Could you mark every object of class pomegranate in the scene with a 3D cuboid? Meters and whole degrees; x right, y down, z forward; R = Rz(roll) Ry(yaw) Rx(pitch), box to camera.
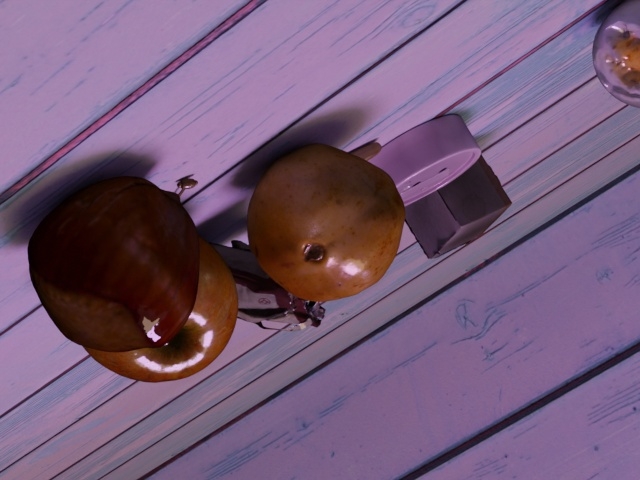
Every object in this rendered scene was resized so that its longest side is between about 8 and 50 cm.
[{"bbox_3d":[0.008,-0.021,1.926,0.233,0.233,0.233,-28,168,-6],"label":"pomegranate"}]

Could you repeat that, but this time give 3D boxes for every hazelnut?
[{"bbox_3d":[-0.242,0.025,1.663,0.229,0.229,0.229,-28,168,-6],"label":"hazelnut"}]

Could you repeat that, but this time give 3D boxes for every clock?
[{"bbox_3d":[0.158,-0.122,2.234,0.197,0.068,0.197,-27,168,-6],"label":"clock"}]

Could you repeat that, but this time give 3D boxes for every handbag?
[{"bbox_3d":[-0.125,0.066,2.097,0.127,0.235,0.213,-68,162,-5],"label":"handbag"}]

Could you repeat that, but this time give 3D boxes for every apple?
[{"bbox_3d":[-0.231,0.081,1.909,0.237,0.207,0.237,-17,136,-18],"label":"apple"}]

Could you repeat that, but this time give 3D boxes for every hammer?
[{"bbox_3d":[-0.194,-0.052,1.849,0.029,0.014,0.123,-6,160,-28],"label":"hammer"}]

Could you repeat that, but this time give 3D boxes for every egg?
[{"bbox_3d":[0.521,-0.293,2.096,0.217,0.183,0.183,-27,170,-45],"label":"egg"}]

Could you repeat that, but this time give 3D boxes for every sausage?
[{"bbox_3d":[0.033,-0.113,2.092,0.132,0.024,0.024,-26,168,-9],"label":"sausage"}]

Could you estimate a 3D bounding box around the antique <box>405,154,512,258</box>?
[{"bbox_3d":[0.231,-0.073,2.426,0.148,0.147,0.152,-25,167,-27],"label":"antique"}]
